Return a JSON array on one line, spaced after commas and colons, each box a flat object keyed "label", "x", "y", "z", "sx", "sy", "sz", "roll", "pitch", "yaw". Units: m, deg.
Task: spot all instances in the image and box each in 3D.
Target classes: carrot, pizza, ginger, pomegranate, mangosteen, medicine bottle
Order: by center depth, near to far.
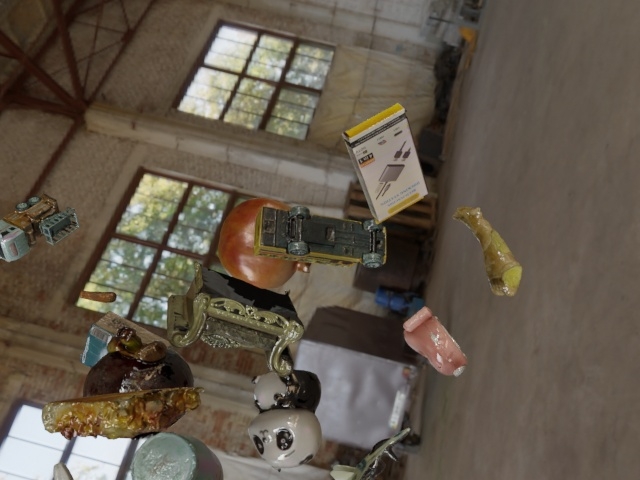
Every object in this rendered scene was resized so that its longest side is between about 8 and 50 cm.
[{"label": "pizza", "x": -0.346, "y": 0.310, "z": 1.191, "sx": 0.229, "sy": 0.290, "sz": 0.081, "roll": 144, "pitch": 122, "yaw": -70}, {"label": "carrot", "x": -0.589, "y": 0.149, "z": 1.787, "sx": 0.032, "sy": 0.093, "sz": 0.032, "roll": -29, "pitch": 57, "yaw": 58}, {"label": "ginger", "x": 0.461, "y": 0.025, "z": 1.851, "sx": 0.131, "sy": 0.086, "sz": 0.294, "roll": 101, "pitch": 146, "yaw": -59}, {"label": "pomegranate", "x": -0.144, "y": 0.017, "z": 1.857, "sx": 0.229, "sy": 0.271, "sz": 0.251, "roll": 68, "pitch": -138, "yaw": -71}, {"label": "mangosteen", "x": -0.507, "y": 0.399, "z": 1.863, "sx": 0.297, "sy": 0.297, "sz": 0.293, "roll": 87, "pitch": 159, "yaw": -80}, {"label": "medicine bottle", "x": -0.451, "y": 0.729, "z": 2.100, "sx": 0.290, "sy": 0.245, "sz": 0.244, "roll": 78, "pitch": -155, "yaw": -61}]

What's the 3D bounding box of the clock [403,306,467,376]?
[{"label": "clock", "x": 0.415, "y": 0.384, "z": 2.388, "sx": 0.142, "sy": 0.241, "sz": 0.227, "roll": -40, "pitch": -30, "yaw": 3}]

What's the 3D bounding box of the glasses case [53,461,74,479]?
[{"label": "glasses case", "x": -0.654, "y": 0.671, "z": 1.754, "sx": 0.193, "sy": 0.049, "sz": 0.074, "roll": 59, "pitch": 157, "yaw": 27}]

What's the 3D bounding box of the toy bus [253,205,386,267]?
[{"label": "toy bus", "x": 0.000, "y": 0.000, "z": 1.705, "sx": 0.123, "sy": 0.336, "sz": 0.121, "roll": 135, "pitch": 140, "yaw": -60}]

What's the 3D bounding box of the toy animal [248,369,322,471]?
[{"label": "toy animal", "x": -0.082, "y": 0.445, "z": 1.672, "sx": 0.187, "sy": 0.165, "sz": 0.235, "roll": -23, "pitch": 51, "yaw": 40}]

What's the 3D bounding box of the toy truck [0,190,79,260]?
[{"label": "toy truck", "x": -0.647, "y": -0.023, "z": 1.500, "sx": 0.177, "sy": 0.115, "sz": 0.080, "roll": -46, "pitch": -32, "yaw": -43}]

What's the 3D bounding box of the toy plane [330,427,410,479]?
[{"label": "toy plane", "x": 0.135, "y": 0.567, "z": 1.700, "sx": 0.262, "sy": 0.088, "sz": 0.192, "roll": -34, "pitch": -7, "yaw": 13}]

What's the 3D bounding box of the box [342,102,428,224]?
[{"label": "box", "x": 0.139, "y": -0.143, "z": 1.347, "sx": 0.033, "sy": 0.129, "sz": 0.247, "roll": 52, "pitch": 170, "yaw": 49}]

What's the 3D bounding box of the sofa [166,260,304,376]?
[{"label": "sofa", "x": -0.176, "y": 0.178, "z": 1.347, "sx": 0.181, "sy": 0.259, "sz": 0.200, "roll": -67, "pitch": 18, "yaw": 11}]

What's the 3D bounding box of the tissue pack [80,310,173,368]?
[{"label": "tissue pack", "x": -0.674, "y": 0.391, "z": 2.354, "sx": 0.192, "sy": 0.271, "sz": 0.134, "roll": -64, "pitch": -4, "yaw": 28}]
